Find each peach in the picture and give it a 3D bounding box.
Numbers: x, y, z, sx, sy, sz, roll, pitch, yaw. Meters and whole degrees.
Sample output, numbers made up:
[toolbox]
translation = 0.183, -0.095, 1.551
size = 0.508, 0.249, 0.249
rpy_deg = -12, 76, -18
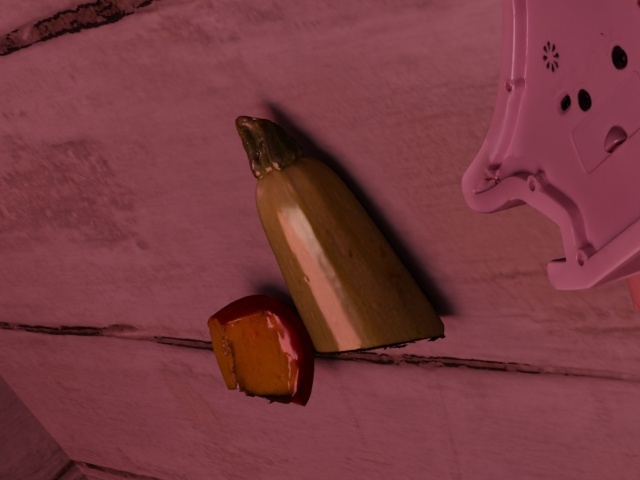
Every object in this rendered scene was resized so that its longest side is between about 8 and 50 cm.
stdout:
[peach]
translation = -0.070, 0.126, 1.712
size = 0.151, 0.118, 0.151
rpy_deg = 23, 173, 3

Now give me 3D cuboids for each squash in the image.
[squash]
translation = 0.001, 0.007, 1.423
size = 0.137, 0.137, 0.287
rpy_deg = 2, 129, 54

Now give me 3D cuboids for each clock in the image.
[clock]
translation = 0.167, -0.107, 0.922
size = 0.290, 0.080, 0.275
rpy_deg = 123, 132, -62

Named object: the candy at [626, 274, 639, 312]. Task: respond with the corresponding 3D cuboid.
[candy]
translation = 0.328, 0.036, 1.024
size = 0.255, 0.094, 0.255
rpy_deg = 34, 152, 21
